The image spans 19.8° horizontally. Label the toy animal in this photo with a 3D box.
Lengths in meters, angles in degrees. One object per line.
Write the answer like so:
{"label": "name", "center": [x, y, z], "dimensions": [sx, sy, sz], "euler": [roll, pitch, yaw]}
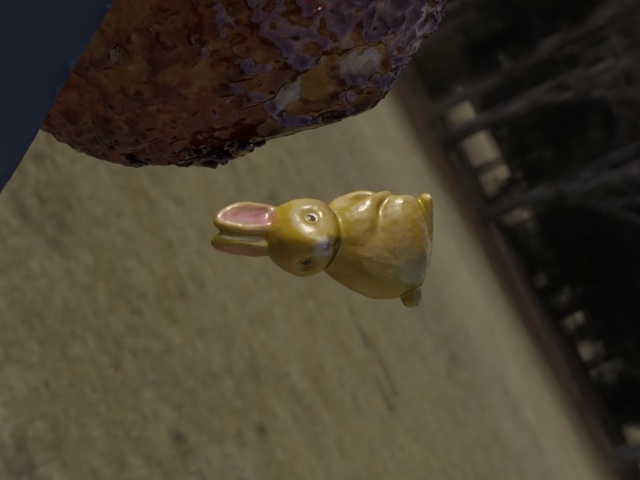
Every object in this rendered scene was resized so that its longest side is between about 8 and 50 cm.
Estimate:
{"label": "toy animal", "center": [0.001, 0.003, 1.296], "dimensions": [0.070, 0.159, 0.083], "euler": [-8, -100, 63]}

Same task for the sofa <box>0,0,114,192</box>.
{"label": "sofa", "center": [-0.141, -0.109, 0.408], "dimensions": [0.200, 0.258, 0.182], "euler": [33, -9, -26]}

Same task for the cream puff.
{"label": "cream puff", "center": [-0.055, -0.152, 0.819], "dimensions": [0.164, 0.240, 0.240], "euler": [49, 16, -46]}
